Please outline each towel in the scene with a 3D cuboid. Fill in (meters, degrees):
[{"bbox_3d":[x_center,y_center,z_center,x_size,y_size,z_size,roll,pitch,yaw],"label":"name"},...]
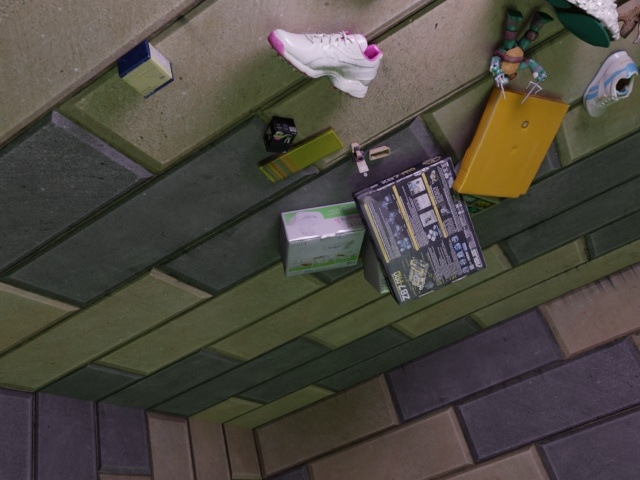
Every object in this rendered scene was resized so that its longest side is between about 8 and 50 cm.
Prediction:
[{"bbox_3d":[-0.055,-0.241,1.624,0.237,0.021,0.102,-25,153,12],"label":"towel"}]

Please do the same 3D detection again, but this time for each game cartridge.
[{"bbox_3d":[0.569,-0.284,1.715,0.285,0.052,0.323,2,122,-29],"label":"game cartridge"}]

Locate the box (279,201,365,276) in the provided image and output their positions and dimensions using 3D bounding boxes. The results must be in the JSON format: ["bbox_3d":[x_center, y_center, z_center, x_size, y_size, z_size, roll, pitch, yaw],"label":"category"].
[{"bbox_3d":[0.000,0.000,1.925,0.262,0.126,0.231,-10,147,-11],"label":"box"}]

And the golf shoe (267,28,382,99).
[{"bbox_3d":[0.018,-0.431,1.292,0.306,0.115,0.140,9,130,-45],"label":"golf shoe"}]

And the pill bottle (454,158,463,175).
[{"bbox_3d":[0.521,-0.212,1.880,0.160,0.087,0.087,12,138,-38],"label":"pill bottle"}]

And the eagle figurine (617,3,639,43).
[{"bbox_3d":[0.913,-0.569,1.418,0.298,0.226,0.225,-1,125,-16],"label":"eagle figurine"}]

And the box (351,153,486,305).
[{"bbox_3d":[0.318,-0.030,1.811,0.318,0.097,0.395,-25,108,-4],"label":"box"}]

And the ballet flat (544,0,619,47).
[{"bbox_3d":[0.594,-0.578,1.309,0.409,0.147,0.147,13,138,-39],"label":"ballet flat"}]

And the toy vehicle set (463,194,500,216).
[{"bbox_3d":[0.478,-0.139,1.986,0.267,0.035,0.166,11,153,-37],"label":"toy vehicle set"}]

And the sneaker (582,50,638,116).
[{"bbox_3d":[0.850,-0.439,1.677,0.087,0.092,0.228,-15,150,-6],"label":"sneaker"}]

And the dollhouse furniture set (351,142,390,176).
[{"bbox_3d":[0.155,-0.241,1.662,0.114,0.081,0.091,-16,149,-1],"label":"dollhouse furniture set"}]

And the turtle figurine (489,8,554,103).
[{"bbox_3d":[0.491,-0.460,1.449,0.175,0.118,0.234,-14,136,-22],"label":"turtle figurine"}]

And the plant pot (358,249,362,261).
[{"bbox_3d":[0.178,0.030,2.109,0.083,0.081,0.081,-36,144,17],"label":"plant pot"}]

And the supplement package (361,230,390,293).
[{"bbox_3d":[0.237,0.050,1.973,0.149,0.194,0.203,-10,104,-10],"label":"supplement package"}]

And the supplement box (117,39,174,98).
[{"bbox_3d":[-0.377,-0.368,1.229,0.083,0.056,0.083,-27,147,16],"label":"supplement box"}]

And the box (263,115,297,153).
[{"bbox_3d":[-0.107,-0.278,1.506,0.062,0.052,0.083,3,144,-27],"label":"box"}]
